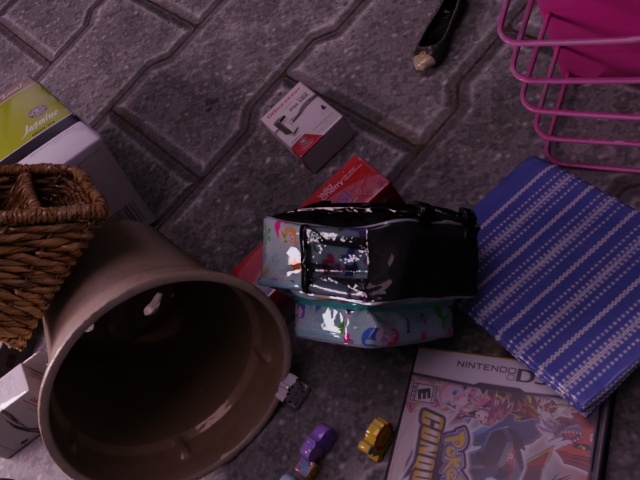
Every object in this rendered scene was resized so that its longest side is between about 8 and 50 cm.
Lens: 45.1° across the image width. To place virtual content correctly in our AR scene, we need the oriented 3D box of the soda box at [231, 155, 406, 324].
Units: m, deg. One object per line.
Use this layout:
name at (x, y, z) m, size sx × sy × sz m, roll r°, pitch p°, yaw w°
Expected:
soda box at (0.000, 0.000, 1.151) m, size 0.263 × 0.083 × 0.092 m, roll -44°, pitch 50°, yaw -1°

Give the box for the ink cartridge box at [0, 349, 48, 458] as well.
ink cartridge box at (-0.480, 0.266, 1.242) m, size 0.180 × 0.104 × 0.060 m, roll -37°, pitch 50°, yaw 5°

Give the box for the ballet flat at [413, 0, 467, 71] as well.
ballet flat at (0.193, -0.355, 1.281) m, size 0.057 × 0.049 × 0.173 m, roll 13°, pitch 69°, yaw 35°

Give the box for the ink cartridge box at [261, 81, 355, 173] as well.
ink cartridge box at (-0.023, -0.192, 1.298) m, size 0.099 × 0.056 × 0.135 m, roll -45°, pitch 51°, yaw -1°

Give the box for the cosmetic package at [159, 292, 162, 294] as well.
cosmetic package at (-0.296, 0.043, 1.305) m, size 0.115 × 0.060 × 0.041 m, roll 34°, pitch 83°, yaw 40°

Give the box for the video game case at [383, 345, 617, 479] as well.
video game case at (0.201, 0.269, 0.906) m, size 0.248 × 0.035 × 0.274 m, roll 4°, pitch 64°, yaw 30°

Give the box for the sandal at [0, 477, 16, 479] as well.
sandal at (-0.451, 0.412, 1.165) m, size 0.180 × 0.072 × 0.049 m, roll 15°, pitch 85°, yaw 36°

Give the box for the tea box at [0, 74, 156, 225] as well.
tea box at (-0.535, -0.073, 1.368) m, size 0.329 × 0.220 × 0.323 m, roll -40°, pitch 49°, yaw -13°

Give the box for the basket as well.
basket at (-0.445, -0.032, 1.036) m, size 0.223 × 0.213 × 0.299 m, roll -57°, pitch 28°, yaw 2°

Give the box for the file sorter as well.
file sorter at (0.359, -0.230, 0.962) m, size 0.202 × 0.291 × 0.182 m, roll 8°, pitch 69°, yaw 32°

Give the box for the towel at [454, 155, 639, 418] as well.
towel at (0.296, 0.038, 0.969) m, size 0.243 × 0.040 × 0.336 m, roll -42°, pitch 43°, yaw -3°

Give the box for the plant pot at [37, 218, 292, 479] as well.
plant pot at (-0.258, 0.127, 1.093) m, size 0.334 × 0.334 × 0.305 m, roll -46°, pitch 40°, yaw -3°

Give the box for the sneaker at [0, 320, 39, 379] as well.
sneaker at (-0.584, 0.222, 1.352) m, size 0.118 × 0.083 × 0.222 m, roll -8°, pitch 48°, yaw 30°

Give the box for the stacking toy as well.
stacking toy at (-0.025, 0.299, 1.003) m, size 0.167 × 0.052 × 0.221 m, roll 23°, pitch 75°, yaw 37°

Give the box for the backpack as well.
backpack at (0.050, 0.035, 0.970) m, size 0.254 × 0.225 × 0.191 m, roll 11°, pitch 97°, yaw 41°
